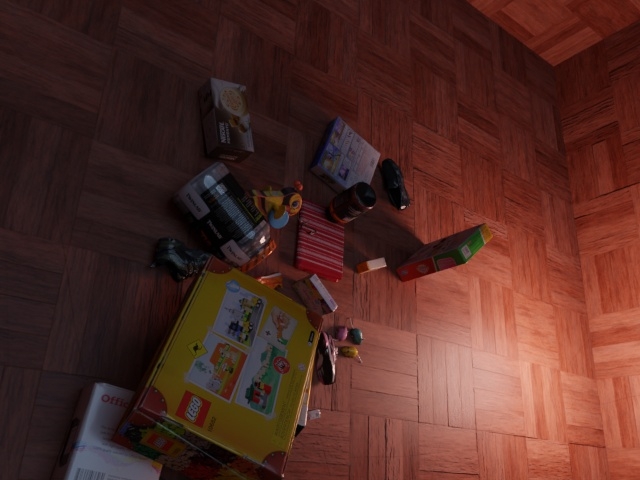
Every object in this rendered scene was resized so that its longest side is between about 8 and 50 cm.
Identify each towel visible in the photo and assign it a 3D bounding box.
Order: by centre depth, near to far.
[{"bbox_3d":[0.000,0.000,2.131,0.198,0.031,0.275,20,60,-31],"label":"towel"}]

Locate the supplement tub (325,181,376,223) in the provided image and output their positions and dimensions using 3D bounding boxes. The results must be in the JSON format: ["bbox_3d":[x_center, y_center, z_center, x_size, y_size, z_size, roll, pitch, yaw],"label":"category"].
[{"bbox_3d":[0.102,-0.127,2.112,0.106,0.198,0.106,16,62,-33],"label":"supplement tub"}]

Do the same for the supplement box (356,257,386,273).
[{"bbox_3d":[0.191,0.095,2.230,0.098,0.062,0.036,-11,80,-41],"label":"supplement box"}]

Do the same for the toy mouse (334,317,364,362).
[{"bbox_3d":[0.107,0.338,2.089,0.161,0.031,0.143,28,58,-29],"label":"toy mouse"}]

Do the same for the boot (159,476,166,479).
[{"bbox_3d":[-0.326,0.721,1.561,0.229,0.091,0.263,-10,84,-47],"label":"boot"}]

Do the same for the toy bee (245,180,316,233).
[{"bbox_3d":[-0.135,-0.133,1.980,0.298,0.162,0.195,-2,31,-48],"label":"toy bee"}]

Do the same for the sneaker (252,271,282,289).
[{"bbox_3d":[-0.188,0.146,1.898,0.175,0.064,0.068,-9,90,-39],"label":"sneaker"}]

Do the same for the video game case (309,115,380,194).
[{"bbox_3d":[0.100,-0.309,2.309,0.244,0.061,0.270,38,53,-24],"label":"video game case"}]

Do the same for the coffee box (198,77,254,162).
[{"bbox_3d":[-0.316,-0.398,1.972,0.141,0.098,0.247,4,71,-39],"label":"coffee box"}]

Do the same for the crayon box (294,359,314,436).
[{"bbox_3d":[-0.130,0.397,1.762,0.203,0.083,0.323,21,43,-11],"label":"crayon box"}]

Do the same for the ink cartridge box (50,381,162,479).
[{"bbox_3d":[-0.508,0.529,1.440,0.226,0.131,0.306,28,56,-29],"label":"ink cartridge box"}]

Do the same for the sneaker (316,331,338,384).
[{"bbox_3d":[0.032,0.392,1.985,0.077,0.072,0.178,6,75,-49],"label":"sneaker"}]

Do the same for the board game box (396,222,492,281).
[{"bbox_3d":[0.483,0.049,2.319,0.242,0.316,0.064,-34,97,-41],"label":"board game box"}]

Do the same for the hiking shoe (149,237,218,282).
[{"bbox_3d":[-0.391,0.078,1.755,0.226,0.086,0.114,26,74,-26],"label":"hiking shoe"}]

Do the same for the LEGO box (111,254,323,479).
[{"bbox_3d":[-0.236,0.337,1.520,0.372,0.193,0.500,31,41,-12],"label":"LEGO box"}]

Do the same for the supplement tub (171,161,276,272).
[{"bbox_3d":[-0.286,-0.065,1.806,0.316,0.193,0.193,53,49,-10],"label":"supplement tub"}]

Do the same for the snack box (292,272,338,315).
[{"bbox_3d":[-0.019,0.187,1.995,0.141,0.100,0.037,55,48,-8],"label":"snack box"}]

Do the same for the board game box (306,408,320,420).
[{"bbox_3d":[-0.092,0.543,1.798,0.154,0.103,0.026,0,74,-40],"label":"board game box"}]

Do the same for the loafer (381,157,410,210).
[{"bbox_3d":[0.304,-0.230,2.438,0.078,0.076,0.223,-24,93,-50],"label":"loafer"}]
